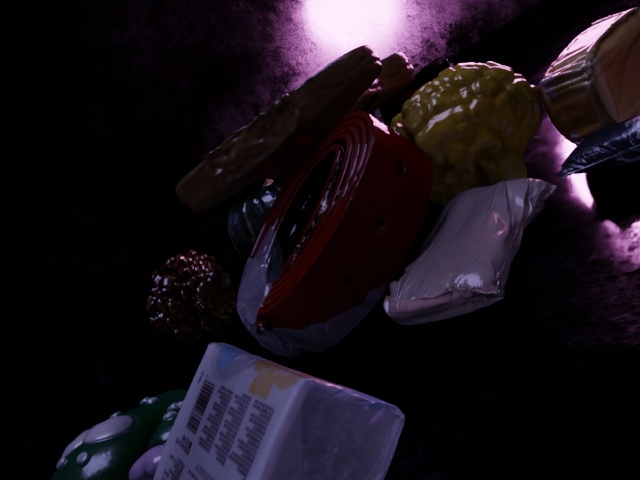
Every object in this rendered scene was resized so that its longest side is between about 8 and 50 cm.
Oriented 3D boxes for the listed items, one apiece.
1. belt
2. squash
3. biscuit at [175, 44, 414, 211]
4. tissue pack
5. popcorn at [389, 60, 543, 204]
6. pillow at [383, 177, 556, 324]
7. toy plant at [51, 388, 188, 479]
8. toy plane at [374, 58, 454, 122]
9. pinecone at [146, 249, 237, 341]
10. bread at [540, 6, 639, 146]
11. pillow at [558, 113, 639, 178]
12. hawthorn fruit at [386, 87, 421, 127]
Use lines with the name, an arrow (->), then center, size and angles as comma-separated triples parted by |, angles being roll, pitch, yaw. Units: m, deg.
belt -> 0.012, -0.004, 1.015 | 0.324, 0.115, 0.227 | -60, 23, -2
squash -> -0.059, -0.050, 1.502 | 0.252, 0.165, 0.252 | -30, 14, 8
biscuit -> -0.027, -0.165, 1.221 | 0.368, 0.076, 0.394 | -35, 0, 20
tissue pack -> -0.028, 0.186, 0.628 | 0.229, 0.145, 0.159 | -4, 63, 67
popcorn -> 0.217, -0.141, 1.116 | 0.225, 0.203, 0.200 | -11, -28, -36
pillow -> 0.179, 0.006, 0.926 | 0.173, 0.067, 0.270 | -22, 19, 42
toy plant -> -0.214, 0.246, 0.847 | 0.232, 0.113, 0.243 | -35, 3, -3
toy plane -> 0.206, -0.237, 1.640 | 0.273, 0.182, 0.107 | -28, 32, -2
pinecone -> -0.230, 0.102, 1.371 | 0.173, 0.174, 0.173 | -30, 12, 7
bread -> 0.418, -0.238, 1.142 | 0.107, 0.136, 0.241 | -16, 21, 51
pillow -> 0.404, -0.134, 0.954 | 0.208, 0.055, 0.141 | -20, 10, 42
hawthorn fruit -> 0.226, -0.187, 1.345 | 0.251, 0.190, 0.189 | -21, 10, -14
